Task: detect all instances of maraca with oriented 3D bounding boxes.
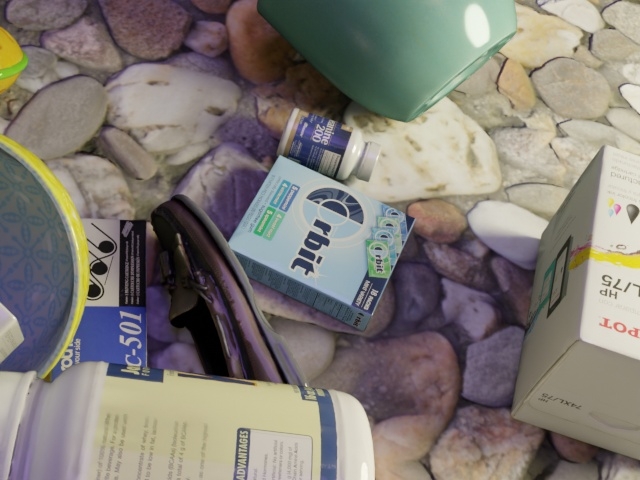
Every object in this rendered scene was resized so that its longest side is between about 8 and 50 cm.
[{"bbox_3d":[-0.434,-0.207,1.210,0.186,0.099,0.127,-17,34,-37],"label":"maraca"}]

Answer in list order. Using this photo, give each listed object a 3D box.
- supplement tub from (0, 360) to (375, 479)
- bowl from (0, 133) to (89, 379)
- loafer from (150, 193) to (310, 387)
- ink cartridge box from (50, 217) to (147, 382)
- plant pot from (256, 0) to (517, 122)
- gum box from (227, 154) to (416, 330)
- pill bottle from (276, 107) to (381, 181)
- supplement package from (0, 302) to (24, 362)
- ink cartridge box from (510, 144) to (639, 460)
[{"bbox_3d":[-0.133,0.232,0.915,0.325,0.235,0.235,8,55,-9],"label":"supplement tub"},{"bbox_3d":[-0.353,0.017,1.034,0.290,0.289,0.156,22,12,1],"label":"bowl"},{"bbox_3d":[-0.115,0.083,1.104,0.095,0.109,0.302,-25,69,-23],"label":"loafer"},{"bbox_3d":[-0.235,0.073,1.113,0.097,0.046,0.207,1,57,-12],"label":"ink cartridge box"},{"bbox_3d":[0.105,-0.293,1.311,0.293,0.293,0.235,-37,87,-31],"label":"plant pot"},{"bbox_3d":[0.000,0.000,1.225,0.184,0.041,0.157,26,54,3],"label":"gum box"},{"bbox_3d":[0.011,-0.115,1.289,0.120,0.067,0.067,19,54,-1],"label":"pill bottle"},{"bbox_3d":[-0.407,0.119,0.832,0.175,0.177,0.293,44,73,-3],"label":"supplement package"},{"bbox_3d":[0.355,0.077,1.166,0.198,0.197,0.270,19,55,-1],"label":"ink cartridge box"}]
